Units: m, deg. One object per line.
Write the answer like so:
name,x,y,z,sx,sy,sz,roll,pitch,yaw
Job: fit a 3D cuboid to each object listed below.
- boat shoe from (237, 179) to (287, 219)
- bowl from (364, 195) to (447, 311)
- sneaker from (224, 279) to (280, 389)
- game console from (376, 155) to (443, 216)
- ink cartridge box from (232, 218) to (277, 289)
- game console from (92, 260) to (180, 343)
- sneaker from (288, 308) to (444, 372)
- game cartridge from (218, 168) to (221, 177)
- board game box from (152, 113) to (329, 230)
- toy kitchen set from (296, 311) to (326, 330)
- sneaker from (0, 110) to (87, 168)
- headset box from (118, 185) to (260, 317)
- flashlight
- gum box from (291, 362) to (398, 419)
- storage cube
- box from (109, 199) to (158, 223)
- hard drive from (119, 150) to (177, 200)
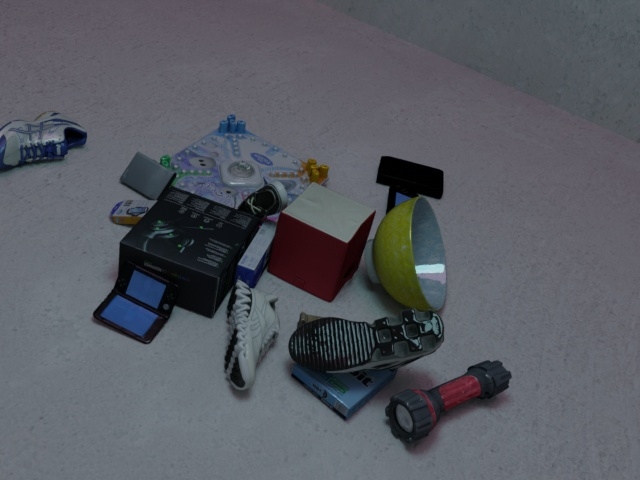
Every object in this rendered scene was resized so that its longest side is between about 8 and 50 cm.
boat shoe,-0.149,-0.087,1.766,0.070,0.219,0.078,-24,88,-29
bowl,0.202,0.042,1.771,0.156,0.289,0.289,-9,29,24
sneaker,-0.143,0.202,1.541,0.118,0.110,0.292,15,36,-15
game console,0.273,-0.141,2.172,0.213,0.044,0.361,14,37,-1
ink cartridge box,-0.156,0.042,1.741,0.046,0.097,0.207,20,36,5
game console,-0.399,0.131,1.541,0.144,0.124,0.085,26,16,5
sneaker,0.100,0.234,1.515,0.330,0.146,0.122,-5,63,8
game cartridge,-0.263,-0.186,2.070,0.083,0.017,0.056,17,40,3
board game box,-0.228,-0.202,2.044,0.390,0.050,0.390,30,44,17
toy kitchen set,-0.014,0.198,1.611,0.075,0.068,0.083,10,37,-6
sneaker,-0.762,-0.268,1.926,0.131,0.112,0.296,25,39,13
headset box,-0.311,0.026,1.681,0.246,0.131,0.283,19,37,5
flashlight,0.283,0.332,1.510,0.304,0.103,0.103,-14,44,-32
gum box,0.055,0.285,1.544,0.157,0.041,0.184,35,40,25
storage cube,0.000,0.000,1.771,0.215,0.193,0.184,27,38,14
box,-0.469,-0.073,1.820,0.136,0.028,0.081,1,34,13
hard drive,-0.470,-0.173,1.931,0.135,0.022,0.094,29,83,19
